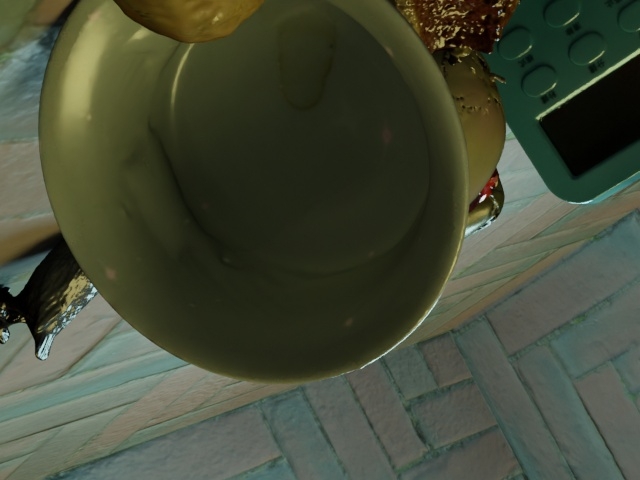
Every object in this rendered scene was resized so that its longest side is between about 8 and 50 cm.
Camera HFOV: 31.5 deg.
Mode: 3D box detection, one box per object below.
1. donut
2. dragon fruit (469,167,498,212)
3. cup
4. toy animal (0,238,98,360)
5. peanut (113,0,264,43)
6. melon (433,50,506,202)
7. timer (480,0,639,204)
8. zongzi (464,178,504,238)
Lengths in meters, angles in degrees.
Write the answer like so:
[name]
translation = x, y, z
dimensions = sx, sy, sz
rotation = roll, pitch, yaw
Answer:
[donut]
translation = 0.083, -0.226, 0.941
dimensions = 0.186, 0.144, 0.126
rotation = 15, 160, 7
[dragon fruit]
translation = 0.108, -0.107, 1.267
dimensions = 0.166, 0.172, 0.160
rotation = -12, 152, -35
[cup]
translation = -0.032, -0.076, 0.900
dimensions = 0.347, 0.347, 0.163
rotation = -35, -176, 30
[toy animal]
translation = -0.288, 0.057, 1.266
dimensions = 0.210, 0.117, 0.121
rotation = -26, 160, 4
[peanut]
translation = -0.106, -0.200, 0.670
dimensions = 0.110, 0.120, 0.236
rotation = -25, 156, 12
[melon]
translation = 0.032, -0.089, 1.090
dimensions = 0.317, 0.223, 0.223
rotation = -27, 168, 29
[timer]
translation = 0.284, -0.186, 1.156
dimensions = 0.232, 0.250, 0.091
rotation = -35, 165, 28
[zongzi]
translation = 0.000, 0.000, 1.477
dimensions = 0.392, 0.174, 0.356
rotation = -19, 168, -26
